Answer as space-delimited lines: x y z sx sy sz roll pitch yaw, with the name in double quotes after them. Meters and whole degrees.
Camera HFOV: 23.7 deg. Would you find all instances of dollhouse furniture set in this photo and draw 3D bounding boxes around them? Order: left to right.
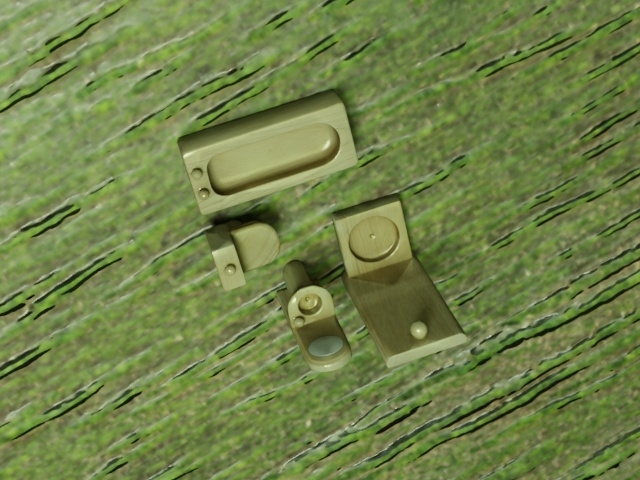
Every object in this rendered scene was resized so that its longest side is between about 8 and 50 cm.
0.000 0.000 1.027 0.144 0.123 0.151 -18 121 -6 "dollhouse furniture set"
